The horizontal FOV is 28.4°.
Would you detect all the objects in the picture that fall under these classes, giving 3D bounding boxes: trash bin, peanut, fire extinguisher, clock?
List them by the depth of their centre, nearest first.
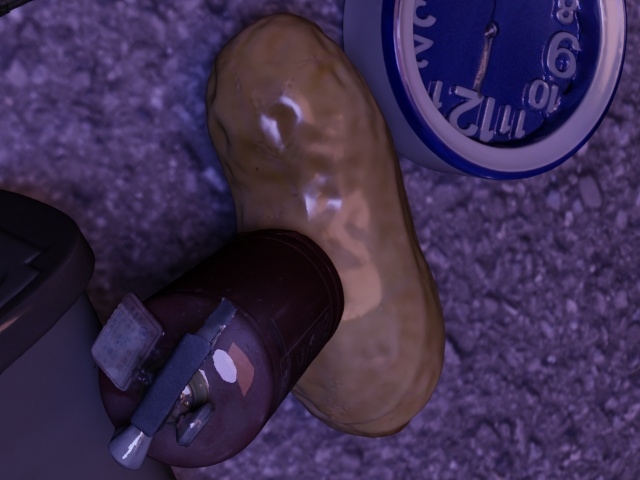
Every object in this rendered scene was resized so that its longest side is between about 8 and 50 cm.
[{"bbox_3d":[-0.054,0.055,0.702,0.105,0.269,0.104,2,100,12],"label":"fire extinguisher"},{"bbox_3d":[-0.198,0.137,0.752,0.219,0.220,0.250,-37,120,-21],"label":"trash bin"},{"bbox_3d":[0.000,0.000,0.888,0.148,0.148,0.318,-25,110,-26],"label":"peanut"},{"bbox_3d":[0.129,-0.164,0.982,0.230,0.083,0.230,-6,100,-32],"label":"clock"}]

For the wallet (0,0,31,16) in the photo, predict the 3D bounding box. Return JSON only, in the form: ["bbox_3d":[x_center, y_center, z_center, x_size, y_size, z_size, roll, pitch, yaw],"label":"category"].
[{"bbox_3d":[-0.212,-0.228,0.788,0.317,0.044,0.169,-34,110,-24],"label":"wallet"}]
